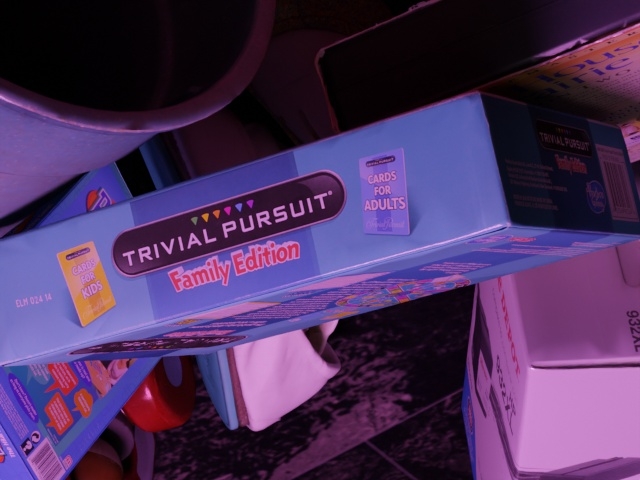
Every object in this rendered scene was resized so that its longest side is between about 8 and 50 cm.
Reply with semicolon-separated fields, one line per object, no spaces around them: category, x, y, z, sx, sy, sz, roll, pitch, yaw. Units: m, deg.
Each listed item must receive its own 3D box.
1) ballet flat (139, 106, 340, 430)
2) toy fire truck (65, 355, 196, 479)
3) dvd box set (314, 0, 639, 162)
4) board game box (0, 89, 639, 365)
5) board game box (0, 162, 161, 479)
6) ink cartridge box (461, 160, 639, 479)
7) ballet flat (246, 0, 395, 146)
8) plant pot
ballet flat;-0.054;-0.001;1.424;0.139;0.139;0.400;-8;140;2
toy fire truck;-0.220;0.145;1.435;0.169;0.254;0.302;-14;136;18
dvd box set;0.215;-0.122;1.182;0.307;0.062;0.420;-21;169;22
board game box;0.000;0.000;1.126;0.336;0.079;0.254;-16;172;25
board game box;-0.189;0.059;1.313;0.047;0.210;0.160;-3;124;36
ink cartridge box;0.199;0.117;1.484;0.129;0.223;0.307;-2;136;-3
ballet flat;0.028;-0.086;1.337;0.123;0.123;0.348;-24;133;18
plant pot;-0.262;-0.130;1.134;0.341;0.341;0.334;26;136;-29
